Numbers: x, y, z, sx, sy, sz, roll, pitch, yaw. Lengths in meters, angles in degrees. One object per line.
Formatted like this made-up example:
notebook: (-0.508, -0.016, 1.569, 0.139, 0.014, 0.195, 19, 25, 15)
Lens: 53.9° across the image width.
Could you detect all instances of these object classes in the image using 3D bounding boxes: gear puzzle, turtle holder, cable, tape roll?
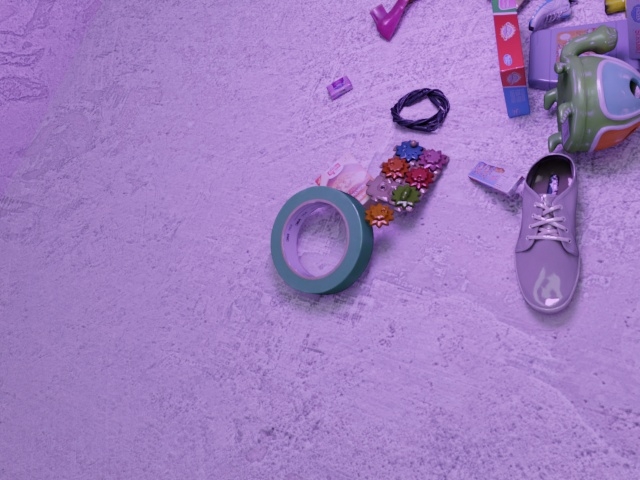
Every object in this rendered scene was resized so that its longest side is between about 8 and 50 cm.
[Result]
gear puzzle: (0.227, -0.171, 1.843, 0.175, 0.044, 0.339, 26, 63, 24)
turtle holder: (0.728, -0.386, 1.678, 0.228, 0.243, 0.320, -1, 50, 10)
cable: (0.306, -0.415, 1.973, 0.185, 0.047, 0.150, 14, 76, 29)
tape roll: (0.000, 0.000, 1.878, 0.321, 0.077, 0.321, -5, 81, 32)

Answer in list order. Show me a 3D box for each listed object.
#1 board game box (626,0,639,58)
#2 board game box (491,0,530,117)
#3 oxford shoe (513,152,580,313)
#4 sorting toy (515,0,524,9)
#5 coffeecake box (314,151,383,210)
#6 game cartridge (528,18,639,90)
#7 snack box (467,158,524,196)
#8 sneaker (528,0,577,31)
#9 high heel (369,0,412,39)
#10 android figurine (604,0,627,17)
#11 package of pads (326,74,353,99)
board game box: (0.845, -0.695, 1.626, 0.066, 0.319, 0.318, 6, 72, 30)
board game box: (0.544, -0.552, 1.809, 0.064, 0.242, 0.316, -8, 67, 19)
oxford shoe: (0.592, -0.034, 1.644, 0.169, 0.130, 0.449, 3, 72, 24)
sorting toy: (0.601, -0.801, 1.990, 0.274, 0.046, 0.132, 39, 97, 28)
coffeecake box: (0.094, -0.162, 1.952, 0.142, 0.068, 0.185, -42, 59, 5)
game cartridge: (0.756, -0.528, 1.815, 0.297, 0.062, 0.198, 0, 65, 24)
snack box: (0.488, -0.178, 1.764, 0.064, 0.022, 0.178, -51, 33, 1)
sneaker: (0.699, -0.685, 1.884, 0.083, 0.071, 0.190, 40, 76, 19)
high heel: (0.293, -0.782, 2.126, 0.244, 0.082, 0.117, -31, 88, -4)
android figurine: (0.958, -0.739, 1.809, 0.273, 0.056, 0.248, -6, 67, 24)
package of pads: (0.064, -0.518, 2.132, 0.083, 0.032, 0.050, -29, 62, 11)
